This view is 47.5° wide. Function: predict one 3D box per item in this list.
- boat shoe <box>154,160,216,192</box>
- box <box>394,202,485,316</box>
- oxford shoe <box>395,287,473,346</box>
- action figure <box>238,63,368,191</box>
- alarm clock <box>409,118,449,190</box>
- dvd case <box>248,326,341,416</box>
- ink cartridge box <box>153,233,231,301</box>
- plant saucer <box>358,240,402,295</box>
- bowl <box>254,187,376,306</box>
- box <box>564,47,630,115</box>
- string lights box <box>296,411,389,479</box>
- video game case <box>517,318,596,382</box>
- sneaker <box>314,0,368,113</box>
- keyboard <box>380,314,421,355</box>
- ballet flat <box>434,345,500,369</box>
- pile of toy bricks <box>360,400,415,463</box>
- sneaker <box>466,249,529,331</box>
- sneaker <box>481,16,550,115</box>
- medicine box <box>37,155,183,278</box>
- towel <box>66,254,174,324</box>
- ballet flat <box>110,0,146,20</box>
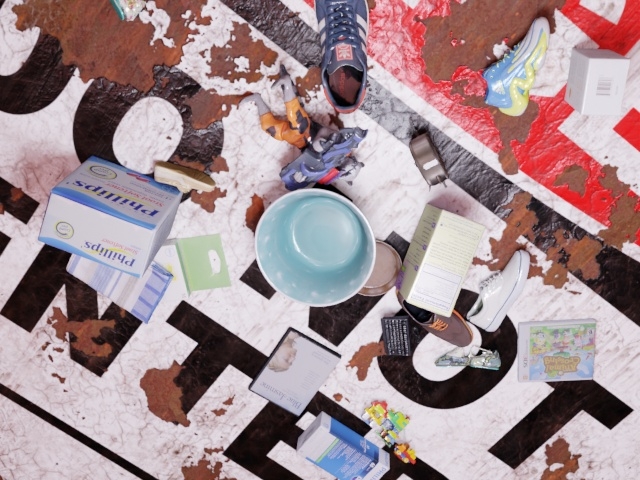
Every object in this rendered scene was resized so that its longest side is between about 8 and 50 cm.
[{"bbox_3d":[-0.360,-0.157,1.921,0.170,0.063,0.059,20,116,5],"label":"boat shoe"},{"bbox_3d":[0.297,0.044,1.847,0.117,0.213,0.243,21,95,-5],"label":"box"},{"bbox_3d":[0.315,0.224,2.015,0.271,0.098,0.097,36,111,-11],"label":"oxford shoe"},{"bbox_3d":[-0.005,-0.273,1.779,0.330,0.178,0.341,45,143,-21],"label":"action figure"},{"bbox_3d":[0.261,-0.219,1.825,0.064,0.129,0.192,-24,81,16],"label":"alarm clock"},{"bbox_3d":[-0.078,0.391,2.154,0.180,0.022,0.253,30,112,-9],"label":"dvd case"},{"bbox_3d":[-0.382,0.079,2.024,0.235,0.056,0.171,-6,112,8],"label":"ink cartridge box"},{"bbox_3d":[0.140,0.072,2.001,0.168,0.029,0.168,2,112,4],"label":"plant saucer"},{"bbox_3d":[0.000,0.000,1.892,0.311,0.163,0.312,3,106,11],"label":"bowl"},{"bbox_3d":[0.644,-0.374,1.702,0.091,0.170,0.130,3,113,4],"label":"box"},{"bbox_3d":[0.070,0.652,2.225,0.259,0.077,0.133,35,111,-11],"label":"string lights box"},{"bbox_3d":[0.671,0.316,2.073,0.212,0.023,0.193,-4,113,5],"label":"video game case"},{"bbox_3d":[0.055,-0.468,1.712,0.131,0.148,0.350,-7,112,6],"label":"sneaker"},{"bbox_3d":[0.229,0.270,2.044,0.108,0.023,0.180,-5,139,6],"label":"keyboard"},{"bbox_3d":[0.420,0.333,2.084,0.188,0.070,0.070,1,113,1],"label":"ballet flat"},{"bbox_3d":[0.222,0.558,2.175,0.105,0.118,0.212,-43,88,-10],"label":"pile of toy bricks"},{"bbox_3d":[0.480,0.135,1.970,0.091,0.094,0.258,17,114,-9],"label":"sneaker"},{"bbox_3d":[0.460,-0.419,1.738,0.126,0.091,0.240,11,114,-1],"label":"sneaker"},{"bbox_3d":[-0.521,-0.066,1.842,0.263,0.289,0.149,21,113,-5],"label":"medicine box"},{"bbox_3d":[-0.561,0.088,2.011,0.285,0.034,0.209,35,121,0],"label":"towel"},{"bbox_3d":[-0.498,-0.640,1.723,0.077,0.091,0.241,-35,114,-15],"label":"ballet flat"}]
